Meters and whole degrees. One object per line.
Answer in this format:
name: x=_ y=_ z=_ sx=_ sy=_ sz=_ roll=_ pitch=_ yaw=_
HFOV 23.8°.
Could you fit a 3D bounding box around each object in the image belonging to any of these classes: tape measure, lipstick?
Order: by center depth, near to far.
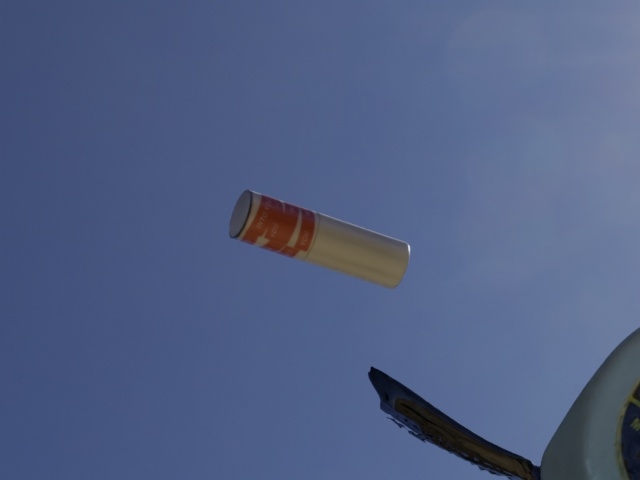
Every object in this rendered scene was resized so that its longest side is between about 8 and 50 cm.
tape measure: x=0.215 y=0.118 z=1.011 sx=0.215 sy=0.351 sz=0.098 roll=-52 pitch=-35 yaw=-4
lipstick: x=0.000 y=0.000 z=1.114 sx=0.130 sy=0.038 sz=0.038 roll=18 pitch=-64 yaw=-20
